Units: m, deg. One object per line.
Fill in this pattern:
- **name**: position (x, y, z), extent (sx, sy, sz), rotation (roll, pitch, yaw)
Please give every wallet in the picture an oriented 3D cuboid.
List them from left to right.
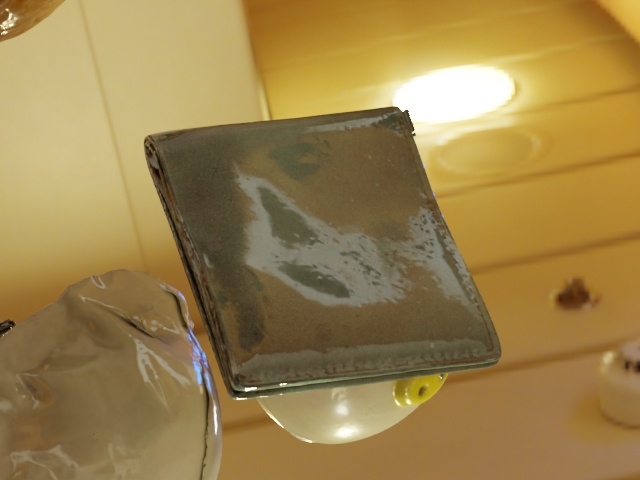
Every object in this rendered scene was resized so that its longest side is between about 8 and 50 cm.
- **wallet**: position (0.000, -0.001, 1.248), extent (0.251, 0.054, 0.290), rotation (-8, -129, -22)

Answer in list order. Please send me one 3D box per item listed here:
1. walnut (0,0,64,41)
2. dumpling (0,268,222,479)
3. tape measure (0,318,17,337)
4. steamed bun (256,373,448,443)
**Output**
- **walnut**: position (-0.363, -0.321, 1.614), extent (0.221, 0.195, 0.195), rotation (-46, -147, -6)
- **dumpling**: position (-0.226, 0.198, 1.464), extent (0.260, 0.341, 0.181), rotation (10, 179, -29)
- **tape measure**: position (-0.495, 0.194, 2.058), extent (0.351, 0.098, 0.215), rotation (-38, 161, 22)
- **steamed bun**: position (0.044, 0.148, 2.341), extent (0.334, 0.333, 0.374), rotation (13, -141, 40)
